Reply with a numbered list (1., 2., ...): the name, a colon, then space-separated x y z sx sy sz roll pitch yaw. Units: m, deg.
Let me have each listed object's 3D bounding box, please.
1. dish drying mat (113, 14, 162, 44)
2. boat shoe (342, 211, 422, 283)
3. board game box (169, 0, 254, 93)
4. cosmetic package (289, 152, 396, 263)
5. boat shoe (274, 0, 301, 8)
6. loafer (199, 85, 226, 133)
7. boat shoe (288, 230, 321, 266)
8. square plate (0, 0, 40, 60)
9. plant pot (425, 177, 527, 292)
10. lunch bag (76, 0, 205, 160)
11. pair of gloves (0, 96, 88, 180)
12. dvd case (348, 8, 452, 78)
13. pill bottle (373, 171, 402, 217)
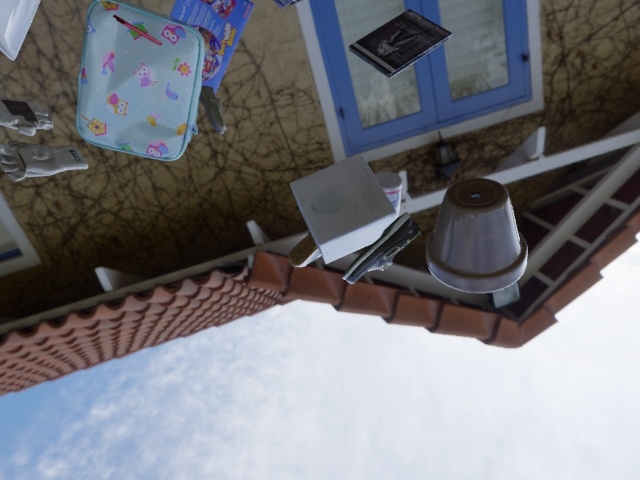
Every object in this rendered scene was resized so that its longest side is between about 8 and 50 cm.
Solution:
1. dish drying mat: -0.307 -0.353 0.731 0.032 0.008 0.083 34 -169 19
2. boat shoe: 0.149 0.029 1.028 0.228 0.068 0.081 -43 -178 -12
3. board game box: -0.415 -0.726 1.521 0.234 0.346 0.078 23 -167 -25
4. cosmetic package: 0.065 -0.092 1.233 0.225 0.138 0.223 -24 -116 -2
5. boat shoe: -0.159 -0.879 1.334 0.158 0.340 0.127 -11 -130 37
6. loafer: -0.291 -0.366 1.193 0.050 0.147 0.056 -25 178 -20
7. boat shoe: 0.000 0.000 1.664 0.277 0.096 0.098 -39 -112 8
8. square plate: -0.783 -0.665 1.080 0.049 0.346 0.344 21 179 -19
9. plant pot: 0.404 -0.034 1.132 0.264 0.229 0.262 -10 -142 8
10. lunch bag: -0.345 -0.302 0.852 0.224 0.278 0.107 9 -157 -22
11. pair of gloves: -0.717 -0.251 1.047 0.042 0.240 0.204 -38 -179 25
12. dvd case: 0.212 -0.528 1.151 0.221 0.018 0.164 -36 -118 -13
13. pill bottle: 0.205 -0.121 1.402 0.108 0.180 0.107 -1 -141 1
